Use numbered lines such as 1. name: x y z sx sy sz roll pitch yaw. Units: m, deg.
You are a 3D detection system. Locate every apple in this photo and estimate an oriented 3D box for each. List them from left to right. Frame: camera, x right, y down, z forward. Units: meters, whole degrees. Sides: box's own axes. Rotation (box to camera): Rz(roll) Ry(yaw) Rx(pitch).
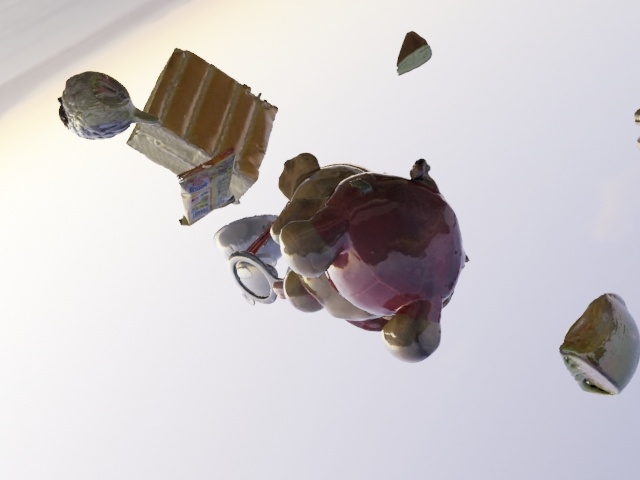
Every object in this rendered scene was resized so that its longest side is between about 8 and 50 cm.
1. apple: 0.587 0.209 1.836 0.120 0.265 0.193 24 -104 36

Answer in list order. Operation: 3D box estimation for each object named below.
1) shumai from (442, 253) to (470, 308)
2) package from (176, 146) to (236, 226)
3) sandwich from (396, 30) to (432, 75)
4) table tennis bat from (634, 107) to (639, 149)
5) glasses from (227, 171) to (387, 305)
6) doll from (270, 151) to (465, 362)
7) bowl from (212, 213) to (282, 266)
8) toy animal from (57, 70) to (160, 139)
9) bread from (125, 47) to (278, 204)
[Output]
1. shumai: 0.169 0.043 1.674 0.201 0.120 0.201 1 -128 -1
2. package: -0.178 -0.081 1.429 0.108 0.031 0.120 -33 151 -28
3. sandwich: 0.133 -0.263 1.263 0.044 0.031 0.083 -4 -132 27
4. table tennis bat: 0.383 -0.118 0.932 0.138 0.022 0.246 -16 -167 -1
5. glasses: 0.000 0.000 1.495 0.234 0.118 0.268 1 -144 36
6. doll: 0.036 0.011 0.847 0.152 0.196 0.256 -17 -170 -6
7. bowl: -0.146 0.021 2.077 0.189 0.086 0.189 -11 154 -6
8. toy animal: -0.305 -0.179 1.289 0.098 0.137 0.098 -44 -150 34
9. bread: -0.206 -0.215 1.673 0.111 0.239 0.246 -42 -154 40
